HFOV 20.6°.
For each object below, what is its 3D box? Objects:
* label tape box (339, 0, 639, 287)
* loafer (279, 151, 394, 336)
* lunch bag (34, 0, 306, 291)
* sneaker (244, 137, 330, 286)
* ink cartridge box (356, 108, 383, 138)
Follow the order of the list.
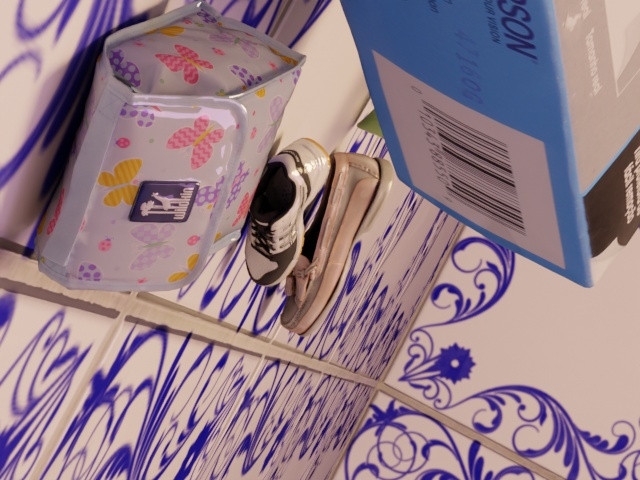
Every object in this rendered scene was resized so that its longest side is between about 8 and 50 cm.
[{"bbox_3d":[0.151,-0.185,0.688,0.347,0.115,0.249,-50,154,-13],"label":"label tape box"},{"bbox_3d":[0.000,0.000,1.067,0.125,0.039,0.045,-62,-153,21],"label":"loafer"},{"bbox_3d":[-0.047,-0.025,0.525,0.083,0.053,0.071,-32,148,-59],"label":"lunch bag"},{"bbox_3d":[-0.025,-0.012,0.858,0.037,0.032,0.083,-29,143,-53],"label":"sneaker"},{"bbox_3d":[0.142,-0.139,1.034,0.235,0.171,0.056,-44,132,-18],"label":"ink cartridge box"}]
